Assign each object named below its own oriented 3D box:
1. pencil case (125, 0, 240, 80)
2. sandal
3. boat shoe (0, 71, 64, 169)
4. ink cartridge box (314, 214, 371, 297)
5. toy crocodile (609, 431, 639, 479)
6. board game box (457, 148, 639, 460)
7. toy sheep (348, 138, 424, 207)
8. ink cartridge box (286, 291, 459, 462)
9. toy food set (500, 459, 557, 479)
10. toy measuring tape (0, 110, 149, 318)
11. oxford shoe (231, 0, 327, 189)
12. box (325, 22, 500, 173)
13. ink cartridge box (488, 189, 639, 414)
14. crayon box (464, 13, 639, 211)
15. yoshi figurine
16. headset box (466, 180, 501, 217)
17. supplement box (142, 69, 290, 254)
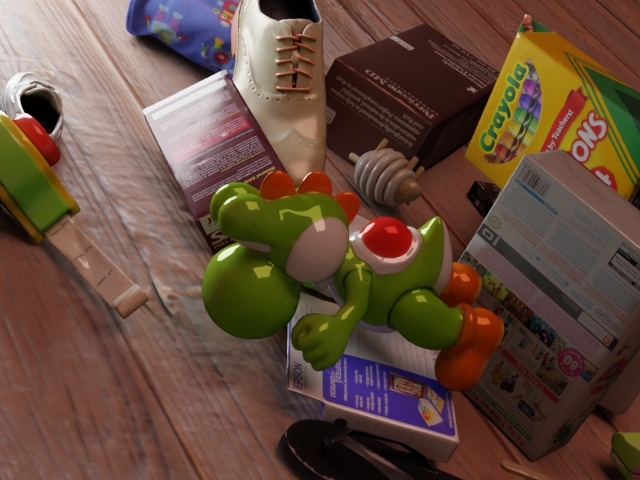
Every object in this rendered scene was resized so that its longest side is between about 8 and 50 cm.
[{"bbox_3d":[-0.151,-0.308,1.987,0.306,0.133,0.119,28,50,-1],"label":"pencil case"},{"bbox_3d":[0.081,0.240,1.357,0.254,0.054,0.097,21,28,0],"label":"sandal"},{"bbox_3d":[-0.348,-0.159,1.608,0.083,0.076,0.226,14,32,-27],"label":"boat shoe"},{"bbox_3d":[0.000,0.000,1.722,0.232,0.066,0.189,24,20,38],"label":"ink cartridge box"},{"bbox_3d":[0.452,0.344,1.499,0.115,0.105,0.340,10,33,-32],"label":"toy crocodile"},{"bbox_3d":[0.274,0.077,1.557,0.224,0.303,0.097,45,32,25],"label":"board game box"},{"bbox_3d":[0.095,-0.097,1.907,0.132,0.091,0.091,33,26,32],"label":"toy sheep"},{"bbox_3d":[0.052,0.154,1.498,0.208,0.045,0.206,19,29,-11],"label":"ink cartridge box"},{"bbox_3d":[0.230,0.329,1.401,0.132,0.039,0.192,24,33,4],"label":"toy food set"},{"bbox_3d":[-0.311,-0.048,1.415,0.330,0.121,0.121,44,31,25],"label":"toy measuring tape"},{"bbox_3d":[-0.057,-0.230,1.795,0.140,0.146,0.397,0,58,-18],"label":"oxford shoe"},{"bbox_3d":[0.146,-0.229,2.115,0.191,0.143,0.381,36,31,11],"label":"box"},{"bbox_3d":[0.360,0.028,1.829,0.279,0.160,0.385,26,31,5],"label":"ink cartridge box"},{"bbox_3d":[0.317,-0.137,1.708,0.081,0.202,0.318,-8,40,-39],"label":"crayon box"},{"bbox_3d":[0.014,0.062,1.456,0.362,0.203,0.203,25,66,-26],"label":"yoshi figurine"},{"bbox_3d":[0.287,-0.062,2.082,0.083,0.032,0.062,6,36,-34],"label":"headset box"},{"bbox_3d":[-0.129,-0.105,1.659,0.130,0.073,0.239,-26,46,-3],"label":"supplement box"}]
